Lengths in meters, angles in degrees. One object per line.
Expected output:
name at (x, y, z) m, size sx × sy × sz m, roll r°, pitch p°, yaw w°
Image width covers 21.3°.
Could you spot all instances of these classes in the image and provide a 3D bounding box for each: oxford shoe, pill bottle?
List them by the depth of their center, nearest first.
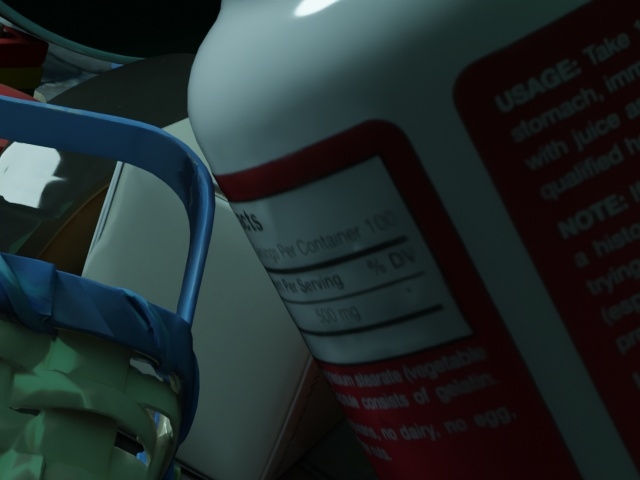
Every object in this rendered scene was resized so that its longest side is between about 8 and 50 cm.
pill bottle at (0.094, -0.015, 0.656) m, size 0.408 × 0.229 × 0.229 m, roll 62°, pitch 23°, yaw -9°
oxford shoe at (-0.120, -0.018, 0.850) m, size 0.076 × 0.076 × 0.212 m, roll 23°, pitch 54°, yaw 33°

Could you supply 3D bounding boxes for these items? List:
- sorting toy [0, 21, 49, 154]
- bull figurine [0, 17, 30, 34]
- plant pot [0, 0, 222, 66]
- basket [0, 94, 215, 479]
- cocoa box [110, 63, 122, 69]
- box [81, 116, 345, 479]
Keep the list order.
sorting toy at (-0.257, -0.075, 0.937) m, size 0.255 × 0.089 × 0.257 m, roll 10°, pitch 25°, yaw -21°
bull figurine at (-0.284, -0.240, 1.263) m, size 0.188 × 0.101 × 0.310 m, roll 18°, pitch 23°, yaw -9°
plant pot at (-0.118, -0.243, 0.999) m, size 0.293 × 0.293 × 0.235 m, roll 12°, pitch -1°, yaw -18°
basket at (-0.166, 0.050, 0.553) m, size 0.254 × 0.201 × 0.289 m, roll 14°, pitch 54°, yaw -14°
cocoa box at (0.069, -0.164, 1.209) m, size 0.347 × 0.231 × 0.228 m, roll 29°, pitch 25°, yaw 22°
box at (0.000, 0.000, 0.908) m, size 0.121 × 0.148 × 0.311 m, roll 28°, pitch 26°, yaw 15°
